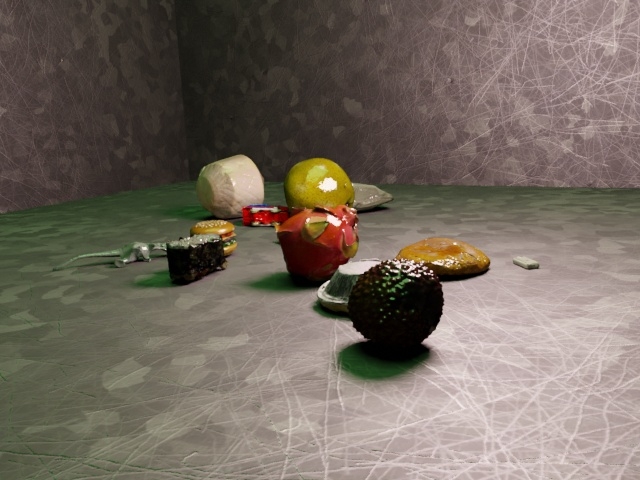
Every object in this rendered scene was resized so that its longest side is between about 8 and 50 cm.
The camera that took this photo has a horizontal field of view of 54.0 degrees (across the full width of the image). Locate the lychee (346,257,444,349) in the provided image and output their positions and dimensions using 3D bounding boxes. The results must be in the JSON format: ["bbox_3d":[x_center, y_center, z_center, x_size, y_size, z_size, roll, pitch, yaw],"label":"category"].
[{"bbox_3d":[0.140,0.118,1.195,0.188,0.187,0.188,-3,12,1],"label":"lychee"}]

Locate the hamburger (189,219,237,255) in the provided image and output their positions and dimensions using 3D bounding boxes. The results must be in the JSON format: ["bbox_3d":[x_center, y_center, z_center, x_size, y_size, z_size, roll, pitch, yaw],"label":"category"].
[{"bbox_3d":[-0.349,-0.005,2.037,0.162,0.115,0.162,-4,11,1],"label":"hamburger"}]

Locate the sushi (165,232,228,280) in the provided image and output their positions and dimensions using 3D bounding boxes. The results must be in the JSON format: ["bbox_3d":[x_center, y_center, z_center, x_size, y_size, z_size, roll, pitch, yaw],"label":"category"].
[{"bbox_3d":[-0.367,0.046,1.798,0.147,0.114,0.212,4,12,16],"label":"sushi"}]

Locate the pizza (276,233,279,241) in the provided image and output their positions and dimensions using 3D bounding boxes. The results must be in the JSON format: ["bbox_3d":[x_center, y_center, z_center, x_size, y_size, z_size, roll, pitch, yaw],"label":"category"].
[{"bbox_3d":[-0.073,-0.022,2.171,0.194,0.069,0.154,6,15,30],"label":"pizza"}]

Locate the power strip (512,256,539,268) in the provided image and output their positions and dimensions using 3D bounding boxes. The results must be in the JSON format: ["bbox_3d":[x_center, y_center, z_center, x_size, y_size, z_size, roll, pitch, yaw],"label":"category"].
[{"bbox_3d":[0.571,0.062,1.748,0.040,0.016,0.090,-5,11,-10],"label":"power strip"}]

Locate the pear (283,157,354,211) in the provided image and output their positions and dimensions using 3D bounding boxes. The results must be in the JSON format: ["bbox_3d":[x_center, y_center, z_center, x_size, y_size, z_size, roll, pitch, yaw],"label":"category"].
[{"bbox_3d":[-0.001,-0.189,2.501,0.295,0.293,0.294,-3,12,1],"label":"pear"}]

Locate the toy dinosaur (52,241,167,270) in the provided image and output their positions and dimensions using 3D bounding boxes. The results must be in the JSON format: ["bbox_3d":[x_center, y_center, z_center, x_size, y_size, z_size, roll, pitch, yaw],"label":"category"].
[{"bbox_3d":[-0.631,0.046,1.975,0.383,0.076,0.129,-5,5,-28],"label":"toy dinosaur"}]

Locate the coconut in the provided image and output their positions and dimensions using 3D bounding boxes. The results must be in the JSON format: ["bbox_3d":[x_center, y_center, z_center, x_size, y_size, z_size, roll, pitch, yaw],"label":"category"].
[{"bbox_3d":[-0.382,-0.239,2.814,0.329,0.328,0.329,-3,12,1],"label":"coconut"}]

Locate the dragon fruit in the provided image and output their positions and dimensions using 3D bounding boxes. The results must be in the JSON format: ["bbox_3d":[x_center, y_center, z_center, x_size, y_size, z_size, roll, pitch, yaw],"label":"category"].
[{"bbox_3d":[-0.004,0.004,1.699,0.227,0.223,0.224,-10,13,-10],"label":"dragon fruit"}]

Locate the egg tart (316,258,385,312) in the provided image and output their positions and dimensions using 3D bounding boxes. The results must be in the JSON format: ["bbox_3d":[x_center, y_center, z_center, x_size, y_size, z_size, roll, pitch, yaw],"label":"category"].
[{"bbox_3d":[0.104,0.103,1.471,0.234,0.094,0.234,-3,14,1],"label":"egg tart"}]

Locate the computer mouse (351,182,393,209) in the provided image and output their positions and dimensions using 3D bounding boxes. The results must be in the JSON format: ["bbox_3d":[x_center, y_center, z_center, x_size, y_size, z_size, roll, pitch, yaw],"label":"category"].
[{"bbox_3d":[0.112,-0.190,2.795,0.430,0.145,0.228,6,1,-19],"label":"computer mouse"}]

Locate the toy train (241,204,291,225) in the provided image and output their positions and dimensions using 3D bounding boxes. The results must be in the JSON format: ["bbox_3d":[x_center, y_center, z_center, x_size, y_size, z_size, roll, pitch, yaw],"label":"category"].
[{"bbox_3d":[-0.217,-0.104,2.580,0.204,0.082,0.131,1,10,14],"label":"toy train"}]

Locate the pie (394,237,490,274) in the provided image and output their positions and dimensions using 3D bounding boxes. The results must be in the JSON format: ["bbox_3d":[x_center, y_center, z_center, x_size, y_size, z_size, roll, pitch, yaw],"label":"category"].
[{"bbox_3d":[0.335,0.050,1.743,0.274,0.069,0.273,-4,16,1],"label":"pie"}]
